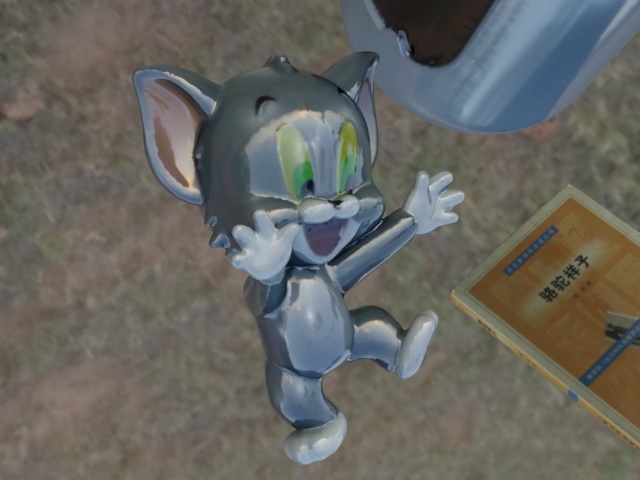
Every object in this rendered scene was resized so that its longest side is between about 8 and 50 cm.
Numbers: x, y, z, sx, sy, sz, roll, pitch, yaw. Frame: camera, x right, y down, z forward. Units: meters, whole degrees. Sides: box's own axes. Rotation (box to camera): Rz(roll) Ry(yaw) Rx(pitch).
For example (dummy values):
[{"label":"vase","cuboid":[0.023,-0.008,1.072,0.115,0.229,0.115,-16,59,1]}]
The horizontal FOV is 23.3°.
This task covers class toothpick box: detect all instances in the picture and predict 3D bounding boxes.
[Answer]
[{"label":"toothpick box","cuboid":[0.162,-0.227,1.199,0.263,0.263,0.355,-18,162,-25]}]

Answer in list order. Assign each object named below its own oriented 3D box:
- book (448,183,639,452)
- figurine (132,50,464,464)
[{"label":"book","cuboid":[0.259,0.068,1.386,0.170,0.241,0.018,-41,154,-21]},{"label":"figurine","cuboid":[-0.001,0.003,1.020,0.193,0.140,0.265,-17,115,-24]}]
